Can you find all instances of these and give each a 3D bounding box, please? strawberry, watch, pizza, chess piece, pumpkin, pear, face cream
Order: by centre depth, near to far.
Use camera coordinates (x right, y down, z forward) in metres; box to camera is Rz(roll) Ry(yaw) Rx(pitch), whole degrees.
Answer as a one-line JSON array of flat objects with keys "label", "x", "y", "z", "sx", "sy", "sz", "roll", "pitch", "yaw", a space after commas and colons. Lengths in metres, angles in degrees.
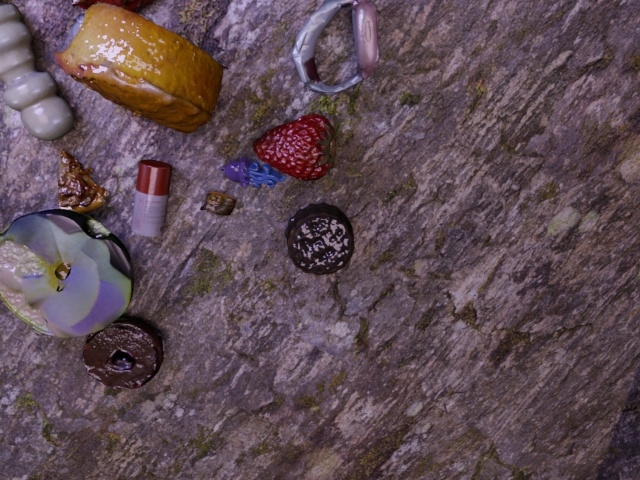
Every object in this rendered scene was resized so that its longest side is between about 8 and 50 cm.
[{"label": "chess piece", "x": -0.779, "y": -0.421, "z": 1.291, "sx": 0.182, "sy": 0.182, "sz": 0.330, "roll": -24, "pitch": 117, "yaw": 1}, {"label": "watch", "x": 0.041, "y": -0.544, "z": 1.390, "sx": 0.241, "sy": 0.162, "sz": 0.254, "roll": -4, "pitch": 109, "yaw": 6}, {"label": "pizza", "x": -0.721, "y": -0.170, "z": 1.441, "sx": 0.154, "sy": 0.069, "sz": 0.194, "roll": -14, "pitch": 113, "yaw": -2}, {"label": "strawberry", "x": -0.080, "y": -0.278, "z": 1.447, "sx": 0.244, "sy": 0.205, "sz": 0.205, "roll": 5, "pitch": 111, "yaw": 14}, {"label": "face cream", "x": -0.507, "y": -0.127, "z": 1.476, "sx": 0.095, "sy": 0.096, "sz": 0.214, "roll": 10, "pitch": 108, "yaw": -12}, {"label": "pear", "x": -0.751, "y": 0.078, "z": 1.478, "sx": 0.398, "sy": 0.165, "sz": 0.399, "roll": -3, "pitch": 110, "yaw": -7}, {"label": "pumpkin", "x": -0.320, "y": -0.116, "z": 1.544, "sx": 0.101, "sy": 0.035, "sz": 0.073, "roll": 16, "pitch": 119, "yaw": -17}]

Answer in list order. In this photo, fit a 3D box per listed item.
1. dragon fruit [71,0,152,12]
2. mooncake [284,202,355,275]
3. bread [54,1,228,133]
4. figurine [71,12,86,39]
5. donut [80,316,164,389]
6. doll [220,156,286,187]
[{"label": "dragon fruit", "x": -0.475, "y": -0.686, "z": 1.203, "sx": 0.286, "sy": 0.228, "sz": 0.329, "roll": 28, "pitch": 102, "yaw": -19}, {"label": "mooncake", "x": 0.000, "y": 0.000, "z": 1.587, "sx": 0.228, "sy": 0.124, "sz": 0.228, "roll": -2, "pitch": 111, "yaw": -6}, {"label": "bread", "x": -0.446, "y": -0.423, "z": 1.244, "sx": 0.398, "sy": 0.398, "sz": 0.215, "roll": 24, "pitch": 94, "yaw": -16}, {"label": "figurine", "x": -0.624, "y": -0.558, "z": 1.317, "sx": 0.094, "sy": 0.082, "sz": 0.086, "roll": 20, "pitch": 125, "yaw": 11}, {"label": "donut", "x": -0.651, "y": 0.373, "z": 1.639, "sx": 0.269, "sy": 0.103, "sz": 0.270, "roll": -2, "pitch": 111, "yaw": -5}, {"label": "doll", "x": -0.205, "y": -0.201, "z": 1.499, "sx": 0.205, "sy": 0.067, "sz": 0.110, "roll": 10, "pitch": 136, "yaw": 1}]
